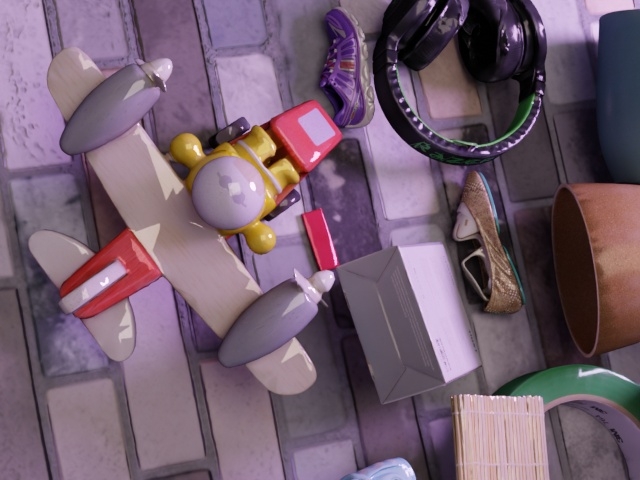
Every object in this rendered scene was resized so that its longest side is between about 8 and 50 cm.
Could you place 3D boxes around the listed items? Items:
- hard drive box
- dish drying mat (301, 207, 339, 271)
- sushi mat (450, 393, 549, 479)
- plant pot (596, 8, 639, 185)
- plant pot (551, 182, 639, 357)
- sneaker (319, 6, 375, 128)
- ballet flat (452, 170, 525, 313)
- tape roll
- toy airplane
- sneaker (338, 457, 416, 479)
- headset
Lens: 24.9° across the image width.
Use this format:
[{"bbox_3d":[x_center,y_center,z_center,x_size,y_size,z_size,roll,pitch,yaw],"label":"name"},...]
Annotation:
[{"bbox_3d":[0.119,0.100,1.856,0.089,0.232,0.181,-20,84,18],"label":"hard drive box"},{"bbox_3d":[0.000,0.000,1.953,0.032,0.008,0.083,-16,84,-24],"label":"dish drying mat"},{"bbox_3d":[0.241,0.356,1.869,0.151,0.019,0.316,3,77,-33],"label":"sushi mat"},{"bbox_3d":[0.523,-0.181,2.051,0.293,0.293,0.235,9,89,-19],"label":"plant pot"},{"bbox_3d":[0.465,0.025,1.962,0.254,0.237,0.237,-7,81,-3],"label":"plant pot"},{"bbox_3d":[0.028,-0.237,1.984,0.071,0.068,0.170,-8,82,-16],"label":"sneaker"},{"bbox_3d":[0.221,0.006,2.006,0.067,0.073,0.206,-17,82,-9],"label":"ballet flat"},{"bbox_3d":[0.346,0.332,1.979,0.321,0.077,0.321,4,78,-21],"label":"tape roll"},{"bbox_3d":[-0.161,-0.028,1.754,0.386,0.272,0.384,12,75,-19],"label":"toy airplane"},{"bbox_3d":[0.044,0.338,1.839,0.366,0.135,0.150,22,70,-27],"label":"sneaker"},{"bbox_3d":[0.205,-0.304,1.999,0.243,0.185,0.394,9,72,-19],"label":"headset"}]
